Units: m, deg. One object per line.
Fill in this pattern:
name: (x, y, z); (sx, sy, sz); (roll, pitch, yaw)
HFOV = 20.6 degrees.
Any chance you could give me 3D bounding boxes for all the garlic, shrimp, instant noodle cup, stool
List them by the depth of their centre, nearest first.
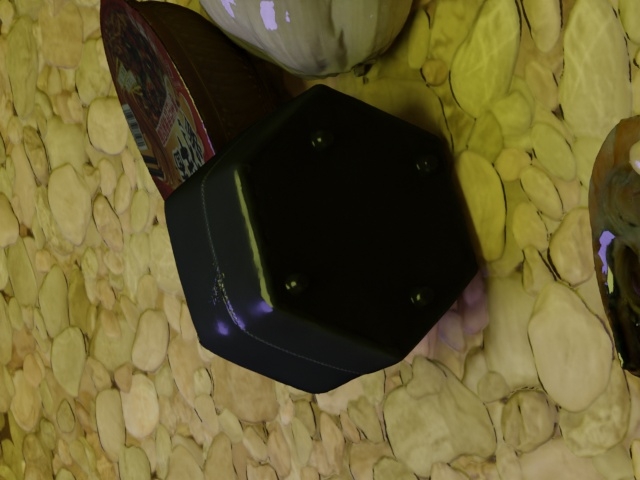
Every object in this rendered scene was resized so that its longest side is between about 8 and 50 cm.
shrimp: (0.237, 0.039, 1.221); (0.145, 0.059, 0.254); (-17, 86, 57)
stool: (0.000, 0.000, 1.402); (0.141, 0.232, 0.232); (-29, 77, 56)
garlic: (-0.032, -0.215, 1.449); (0.229, 0.142, 0.178); (5, 103, 45)
instant noodle cup: (-0.103, -0.113, 1.584); (0.274, 0.090, 0.274); (55, 160, 30)

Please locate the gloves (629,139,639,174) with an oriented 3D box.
gloves: (0.321, -0.033, 0.994); (0.301, 0.152, 0.197); (6, 100, 28)
